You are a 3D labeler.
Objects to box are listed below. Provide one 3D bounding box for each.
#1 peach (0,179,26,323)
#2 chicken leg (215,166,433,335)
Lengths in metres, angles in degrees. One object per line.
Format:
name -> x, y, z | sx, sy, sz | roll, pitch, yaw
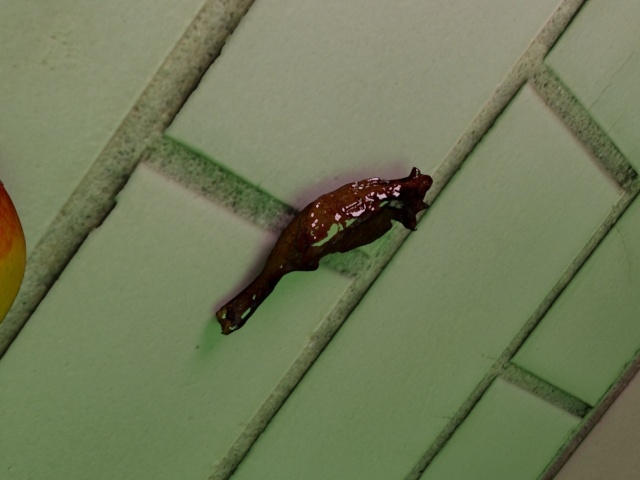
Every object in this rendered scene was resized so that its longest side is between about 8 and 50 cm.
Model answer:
peach -> -0.416, 0.010, 0.762 | 0.231, 0.231, 0.231 | -17, 125, -26
chicken leg -> 0.000, 0.000, 1.138 | 0.407, 0.096, 0.158 | -35, 151, -10
